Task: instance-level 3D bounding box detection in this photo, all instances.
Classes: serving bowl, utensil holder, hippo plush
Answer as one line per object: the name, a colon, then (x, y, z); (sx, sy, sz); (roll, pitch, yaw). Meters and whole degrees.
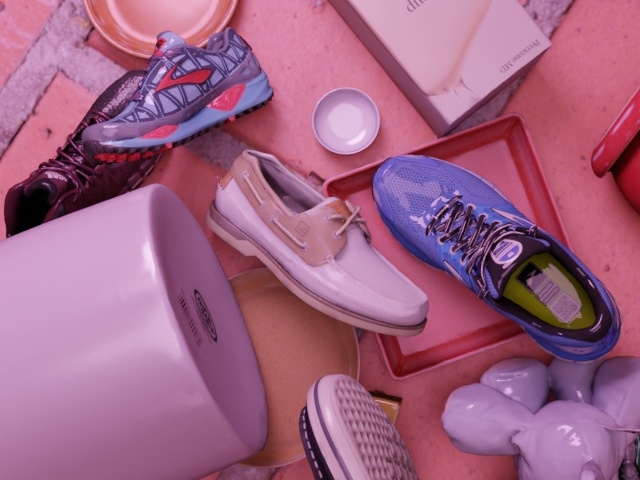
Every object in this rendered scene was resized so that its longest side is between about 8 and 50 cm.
serving bowl: (0.032, -0.146, 1.179); (0.083, 0.027, 0.083); (0, 87, 2)
utensil holder: (-0.287, 0.148, 1.011); (0.385, 0.327, 0.328); (-22, 87, 5)
hippo plush: (0.295, 0.271, 1.058); (0.234, 0.294, 0.237); (-20, 106, -24)

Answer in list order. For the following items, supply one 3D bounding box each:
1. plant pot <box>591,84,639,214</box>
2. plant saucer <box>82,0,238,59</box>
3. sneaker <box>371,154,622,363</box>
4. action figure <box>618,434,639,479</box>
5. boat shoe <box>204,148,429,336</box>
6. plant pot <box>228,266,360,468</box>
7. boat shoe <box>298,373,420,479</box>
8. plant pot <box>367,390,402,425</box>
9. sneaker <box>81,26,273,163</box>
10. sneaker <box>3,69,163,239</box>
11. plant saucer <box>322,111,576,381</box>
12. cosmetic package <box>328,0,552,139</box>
plant pot: (0.419, -0.103, 1.091); (0.174, 0.191, 0.191); (35, 88, 11)
plant saucer: (-0.197, -0.321, 1.190); (0.200, 0.037, 0.200); (0, 87, 1)
sneaker: (0.195, 0.004, 1.052); (0.330, 0.147, 0.130); (36, 88, 15)
action figure: (0.388, 0.317, 1.127); (0.137, 0.063, 0.232); (-5, 83, 13)
boat shoe: (0.000, 0.000, 1.089); (0.302, 0.113, 0.103); (31, 112, 20)
plant pot: (-0.061, 0.150, 1.133); (0.236, 0.032, 0.236); (-5, 75, 19)
boat shoe: (0.059, 0.379, 1.035); (0.156, 0.187, 0.500); (-15, 109, 13)
plant pot: (0.045, 0.217, 1.136); (0.083, 0.081, 0.081); (16, 88, 9)
sneaker: (-0.179, -0.173, 1.101); (0.262, 0.104, 0.125); (-32, 105, -40)
sneaker: (-0.275, -0.085, 1.117); (0.106, 0.162, 0.281); (31, 89, 3)
plant saucer: (0.164, 0.008, 1.158); (0.259, 0.048, 0.258); (-20, 87, 1)
cosmetic package: (0.113, -0.294, 1.144); (0.160, 0.113, 0.309); (-39, 86, -1)
